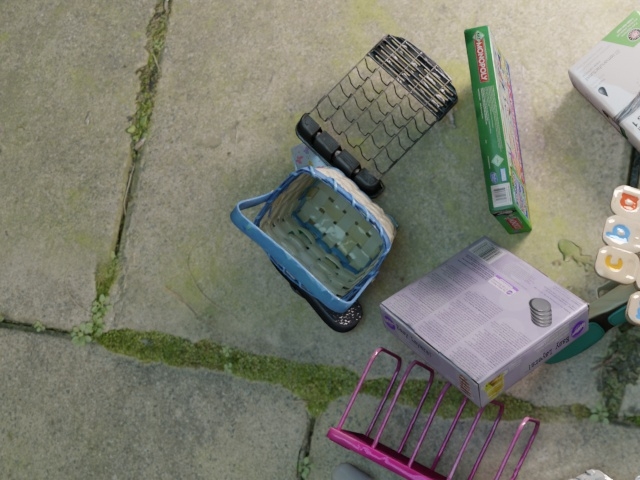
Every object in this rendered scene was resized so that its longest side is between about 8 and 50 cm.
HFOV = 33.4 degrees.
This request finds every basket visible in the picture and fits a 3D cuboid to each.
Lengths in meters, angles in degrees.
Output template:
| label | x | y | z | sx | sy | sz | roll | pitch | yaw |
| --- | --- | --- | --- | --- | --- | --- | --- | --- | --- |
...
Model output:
| label | x | y | z | sx | sy | sz | roll | pitch | yaw |
| --- | --- | --- | --- | --- | --- | --- | --- | --- | --- |
| basket | 0.000 | 0.000 | 1.862 | 0.255 | 0.289 | 0.201 | 43 | 114 | 9 |

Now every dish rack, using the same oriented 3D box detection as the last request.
| label | x | y | z | sx | sy | sz | roll | pitch | yaw |
| --- | --- | --- | --- | --- | --- | --- | --- | --- | --- |
| dish rack | 0.110 | -0.237 | 1.977 | 0.208 | 0.074 | 0.271 | 44 | 86 | 6 |

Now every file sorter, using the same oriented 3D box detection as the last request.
| label | x | y | z | sx | sy | sz | roll | pitch | yaw |
| --- | --- | --- | --- | --- | --- | --- | --- | --- | --- |
| file sorter | 0.199 | 0.321 | 1.799 | 0.290 | 0.202 | 0.182 | 24 | 86 | 22 |

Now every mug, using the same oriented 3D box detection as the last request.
| label | x | y | z | sx | sy | sz | roll | pitch | yaw |
| --- | --- | --- | --- | --- | --- | --- | --- | --- | --- |
| mug | 0.049 | 0.436 | 1.906 | 0.064 | 0.062 | 0.078 | 37 | 87 | 29 |

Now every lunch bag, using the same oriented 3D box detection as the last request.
| label | x | y | z | sx | sy | sz | roll | pitch | yaw |
| --- | --- | --- | --- | --- | --- | --- | --- | --- | --- |
| lunch bag | -0.012 | -0.151 | 2.037 | 0.071 | 0.053 | 0.083 | -22 | 85 | 15 |

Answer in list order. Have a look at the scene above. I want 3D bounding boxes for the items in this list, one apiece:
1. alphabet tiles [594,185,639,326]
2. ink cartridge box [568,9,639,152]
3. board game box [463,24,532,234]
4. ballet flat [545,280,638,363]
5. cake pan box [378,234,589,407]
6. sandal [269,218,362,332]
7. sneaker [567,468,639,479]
| label | x | y | z | sx | sy | sz | roll | pitch | yaw |
| --- | --- | --- | --- | --- | --- | --- | --- | --- | --- |
| alphabet tiles | 0.598 | 0.026 | 1.753 | 0.278 | 0.021 | 0.284 | 18 | 71 | 4 |
| ink cartridge box | 0.561 | -0.258 | 1.831 | 0.160 | 0.092 | 0.219 | -43 | 69 | 8 |
| board game box | 0.309 | -0.185 | 1.843 | 0.046 | 0.213 | 0.317 | -10 | 77 | 18 |
| ballet flat | 0.469 | 0.122 | 1.811 | 0.248 | 0.086 | 0.086 | -30 | 72 | 11 |
| cake pan box | 0.267 | 0.124 | 1.780 | 0.245 | 0.070 | 0.267 | -31 | 44 | -22 |
| sandal | -0.024 | 0.070 | 1.988 | 0.097 | 0.054 | 0.254 | -26 | 72 | -31 |
| sneaker | 0.431 | 0.426 | 1.764 | 0.228 | 0.087 | 0.092 | 1 | 73 | 13 |
